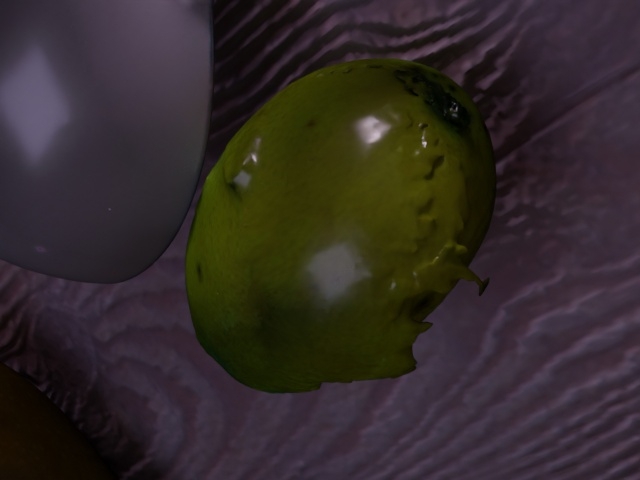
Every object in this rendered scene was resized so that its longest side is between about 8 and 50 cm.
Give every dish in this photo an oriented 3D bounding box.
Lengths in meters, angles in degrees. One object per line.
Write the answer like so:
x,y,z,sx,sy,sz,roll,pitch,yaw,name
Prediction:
-0.138,-0.088,0.686,0.228,0.086,0.236,59,138,29,dish

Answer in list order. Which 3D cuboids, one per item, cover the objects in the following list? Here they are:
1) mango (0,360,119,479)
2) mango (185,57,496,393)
-0.187,0.174,0.965,0.329,0.175,0.176,34,168,-10,mango
-0.001,-0.001,0.643,0.100,0.119,0.178,31,144,-10,mango
